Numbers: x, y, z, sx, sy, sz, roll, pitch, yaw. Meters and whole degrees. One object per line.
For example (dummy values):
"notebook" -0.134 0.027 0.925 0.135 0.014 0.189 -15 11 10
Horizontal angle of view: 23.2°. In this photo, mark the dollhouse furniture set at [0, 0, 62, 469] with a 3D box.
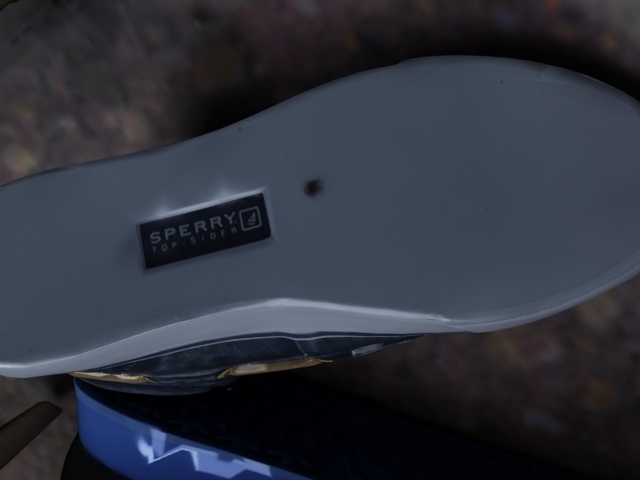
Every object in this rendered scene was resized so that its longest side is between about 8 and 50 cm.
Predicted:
"dollhouse furniture set" -0.178 -0.028 0.472 0.262 0.135 0.259 50 144 -7

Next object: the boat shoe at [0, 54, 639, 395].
"boat shoe" 0.000 0.000 0.399 0.183 0.083 0.065 -9 79 12

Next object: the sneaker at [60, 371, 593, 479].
"sneaker" 0.022 0.106 0.432 0.232 0.081 0.090 21 114 31
